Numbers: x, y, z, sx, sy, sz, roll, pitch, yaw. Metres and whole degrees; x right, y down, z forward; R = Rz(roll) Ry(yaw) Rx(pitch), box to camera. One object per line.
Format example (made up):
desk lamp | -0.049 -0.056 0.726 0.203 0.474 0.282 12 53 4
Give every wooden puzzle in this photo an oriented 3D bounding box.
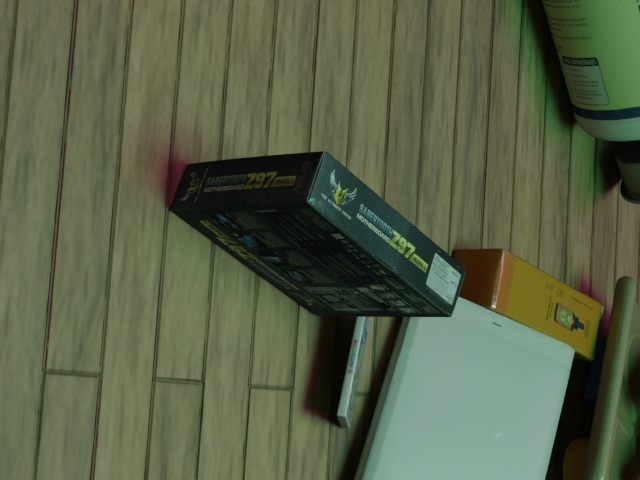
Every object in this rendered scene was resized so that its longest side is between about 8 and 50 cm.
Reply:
wooden puzzle | 0.399 0.268 1.794 0.348 0.080 0.322 55 42 -43

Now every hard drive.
hard drive | 0.153 0.221 1.512 0.203 0.040 0.307 24 64 -11

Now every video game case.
video game case | 0.036 0.131 1.450 0.087 0.011 0.122 76 25 -74

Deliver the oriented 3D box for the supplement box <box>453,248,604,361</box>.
supplement box | 0.251 0.080 1.675 0.233 0.080 0.078 26 71 -42

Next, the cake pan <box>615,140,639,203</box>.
cake pan | 0.511 -0.156 1.822 0.054 0.293 0.293 54 51 -13

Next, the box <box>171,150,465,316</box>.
box | 0.000 0.000 1.327 0.233 0.183 0.059 38 61 -38

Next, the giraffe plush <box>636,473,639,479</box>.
giraffe plush | 0.467 0.212 1.689 0.210 0.181 0.170 -6 84 -69

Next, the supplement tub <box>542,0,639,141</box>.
supplement tub | 0.395 -0.312 1.731 0.235 0.235 0.325 -38 115 -41
